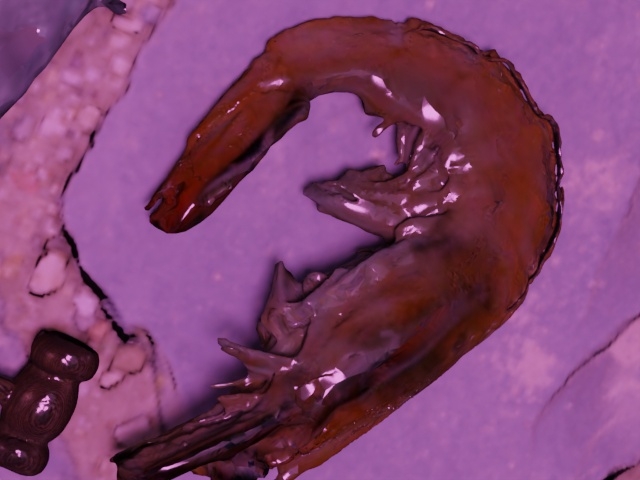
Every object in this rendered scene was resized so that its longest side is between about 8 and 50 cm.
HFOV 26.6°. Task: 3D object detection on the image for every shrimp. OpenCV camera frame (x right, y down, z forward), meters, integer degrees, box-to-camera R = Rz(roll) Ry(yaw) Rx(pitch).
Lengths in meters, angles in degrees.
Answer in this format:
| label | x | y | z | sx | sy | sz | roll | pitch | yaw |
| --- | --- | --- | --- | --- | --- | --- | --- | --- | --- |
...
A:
| label | x | y | z | sx | sy | sz | roll | pitch | yaw |
| --- | --- | --- | --- | --- | --- | --- | --- | --- | --- |
| shrimp | 0.001 | 0.000 | 0.584 | 0.253 | 0.058 | 0.173 | -31 | 102 | -18 |

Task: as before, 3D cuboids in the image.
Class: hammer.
| label | x | y | z | sx | sy | sz | roll | pitch | yaw |
| --- | --- | --- | --- | --- | --- | --- | --- | --- | --- |
| hammer | -0.223 | 0.010 | 0.507 | 0.292 | 0.029 | 0.058 | 28 | 87 | -23 |

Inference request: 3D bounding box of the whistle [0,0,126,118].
| label | x | y | z | sx | sy | sz | roll | pitch | yaw |
| --- | --- | --- | --- | --- | --- | --- | --- | --- | --- |
| whistle | -0.171 | -0.025 | 0.383 | 0.189 | 0.189 | 0.348 | 42 | 86 | -24 |
